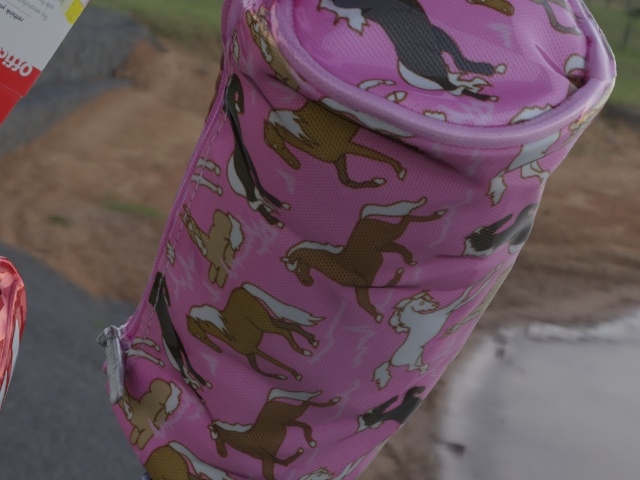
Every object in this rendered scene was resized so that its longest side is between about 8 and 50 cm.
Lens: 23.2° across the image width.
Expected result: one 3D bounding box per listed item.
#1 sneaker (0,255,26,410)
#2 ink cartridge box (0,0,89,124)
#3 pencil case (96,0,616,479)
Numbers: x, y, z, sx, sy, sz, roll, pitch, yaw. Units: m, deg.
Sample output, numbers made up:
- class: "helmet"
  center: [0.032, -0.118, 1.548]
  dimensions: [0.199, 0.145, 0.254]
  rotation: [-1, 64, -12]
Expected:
- class: "sneaker"
  center: [-0.129, 0.024, 0.408]
  dimensions: [0.087, 0.221, 0.128]
  rotation: [9, 50, -5]
- class: "ink cartridge box"
  center: [-0.220, -0.187, 1.033]
  dimensions: [0.078, 0.231, 0.134]
  rotation: [36, 2, 32]
- class: "pencil case"
  center: [0.000, 0.000, 0.782]
  dimensions: [0.167, 0.386, 0.160]
  rotation: [-20, 64, -31]
